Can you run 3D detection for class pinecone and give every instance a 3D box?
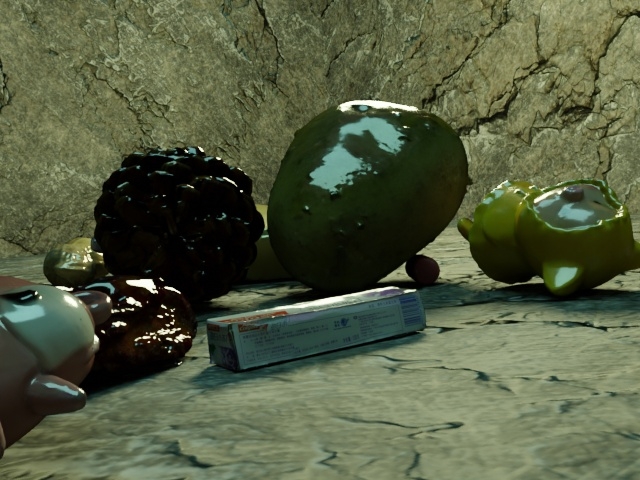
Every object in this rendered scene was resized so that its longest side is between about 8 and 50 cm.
[{"bbox_3d":[-0.178,-0.008,0.903,0.222,0.221,0.221,-4,3,0],"label":"pinecone"}]

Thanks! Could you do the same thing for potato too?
[{"bbox_3d":[0.050,-0.069,1.015,0.270,0.219,0.359,15,36,31],"label":"potato"}]

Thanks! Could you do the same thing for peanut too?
[{"bbox_3d":[-0.439,0.042,1.295,0.104,0.085,0.228,8,4,-1],"label":"peanut"}]

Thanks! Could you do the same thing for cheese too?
[{"bbox_3d":[-0.065,0.001,1.279,0.260,0.128,0.316,-1,10,-11],"label":"cheese"}]

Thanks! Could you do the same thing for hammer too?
[{"bbox_3d":[0.142,0.040,0.990,0.043,0.043,0.083,-4,2,-4],"label":"hammer"}]

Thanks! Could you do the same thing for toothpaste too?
[{"bbox_3d":[0.003,0.071,0.602,0.196,0.040,0.047,-7,2,-34],"label":"toothpaste"}]

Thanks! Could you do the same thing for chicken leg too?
[{"bbox_3d":[-0.235,0.078,0.540,0.177,0.082,0.323,-12,-4,33],"label":"chicken leg"}]

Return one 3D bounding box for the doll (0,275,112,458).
[{"bbox_3d":[-0.222,0.070,0.355,0.262,0.093,0.211,-14,23,-37],"label":"doll"}]

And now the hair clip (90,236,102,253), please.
[{"bbox_3d":[-0.315,0.026,1.267,0.195,0.052,0.124,25,8,21],"label":"hair clip"}]

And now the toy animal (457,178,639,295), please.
[{"bbox_3d":[0.267,-0.004,0.863,0.156,0.156,0.230,-5,14,-24],"label":"toy animal"}]
